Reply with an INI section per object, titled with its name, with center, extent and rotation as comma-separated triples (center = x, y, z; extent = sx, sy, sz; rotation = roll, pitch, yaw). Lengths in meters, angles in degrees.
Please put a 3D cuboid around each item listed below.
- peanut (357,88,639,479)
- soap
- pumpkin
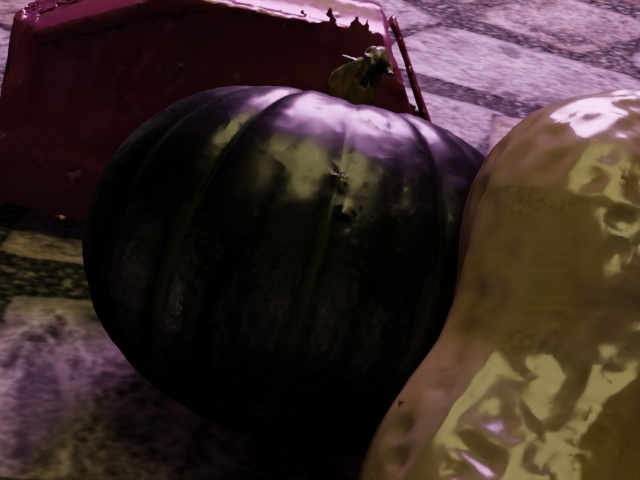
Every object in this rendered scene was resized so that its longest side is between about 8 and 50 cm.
[peanut]
center = 0.101, 0.066, 0.830
extent = 0.149, 0.313, 0.149
rotation = 17, -21, 7
[soap]
center = -0.060, -0.087, 1.220
extent = 0.289, 0.182, 0.112
rotation = 12, 22, -3
[pumpkin]
center = 0.000, 0.000, 1.001
extent = 0.250, 0.216, 0.250
rotation = 16, -1, 0
